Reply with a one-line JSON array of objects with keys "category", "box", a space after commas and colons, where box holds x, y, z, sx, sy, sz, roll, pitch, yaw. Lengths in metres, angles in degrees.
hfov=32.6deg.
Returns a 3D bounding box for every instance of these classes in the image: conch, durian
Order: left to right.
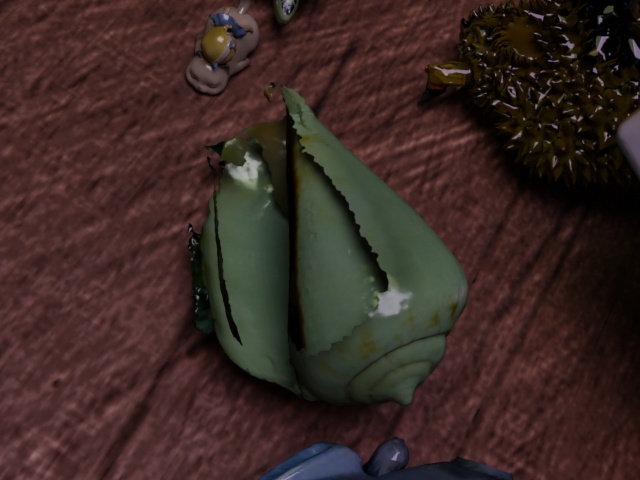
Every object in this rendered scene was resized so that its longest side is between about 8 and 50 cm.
[{"category": "conch", "box": [-0.012, 0.010, 0.725, 0.250, 0.143, 0.137, 44, 16, 22]}, {"category": "durian", "box": [0.207, -0.136, 0.859, 0.237, 0.138, 0.193, 3, 63, -16]}]

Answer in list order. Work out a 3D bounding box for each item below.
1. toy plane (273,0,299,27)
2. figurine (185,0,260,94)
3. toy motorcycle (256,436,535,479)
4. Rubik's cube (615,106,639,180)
[{"category": "toy plane", "box": [-0.025, -0.213, 0.881, 0.102, 0.040, 0.111, 11, 61, -10]}, {"category": "figurine", "box": [-0.073, -0.154, 0.830, 0.047, 0.050, 0.083, 21, 59, 0]}, {"category": "toy motorcycle", "box": [0.108, 0.205, 0.625, 0.416, 0.232, 0.172, 12, 91, -24]}, {"category": "Rubik's cube", "box": [0.422, -0.034, 0.679, 0.292, 0.291, 0.290, -7, 65, -46]}]
